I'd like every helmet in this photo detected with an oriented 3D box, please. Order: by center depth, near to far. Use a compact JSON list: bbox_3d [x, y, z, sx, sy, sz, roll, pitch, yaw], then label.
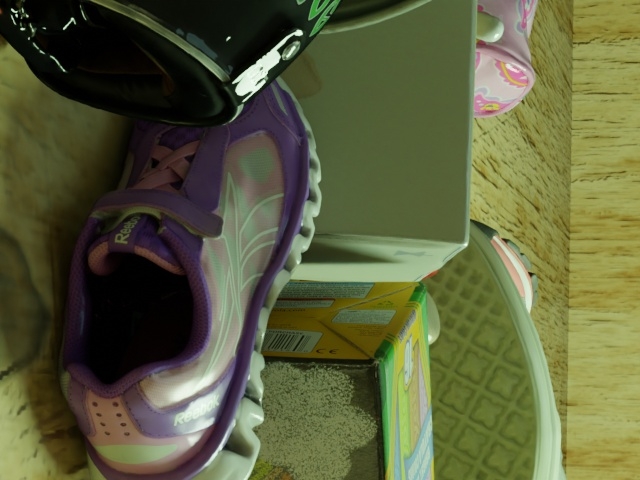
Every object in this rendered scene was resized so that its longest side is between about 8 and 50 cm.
[{"bbox_3d":[-0.061,-0.141,0.747,0.169,0.169,0.162,60,50,-66],"label":"helmet"}]

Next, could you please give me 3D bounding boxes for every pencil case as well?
[{"bbox_3d":[0.134,-0.239,1.687,0.124,0.124,0.284,68,26,-59],"label":"pencil case"}]

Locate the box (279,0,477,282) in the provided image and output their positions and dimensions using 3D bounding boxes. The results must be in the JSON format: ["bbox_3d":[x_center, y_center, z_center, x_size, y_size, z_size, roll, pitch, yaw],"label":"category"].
[{"bbox_3d":[0.013,-0.140,1.042,0.148,0.121,0.311,131,-38,-76],"label":"box"}]

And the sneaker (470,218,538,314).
[{"bbox_3d":[0.120,0.118,1.630,0.136,0.116,0.314,-74,160,-47],"label":"sneaker"}]

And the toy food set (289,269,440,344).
[{"bbox_3d":[0.000,0.000,1.210,0.111,0.104,0.232,13,60,-64],"label":"toy food set"}]

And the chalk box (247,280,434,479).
[{"bbox_3d":[-0.015,0.138,0.990,0.132,0.132,0.213,-52,141,-70],"label":"chalk box"}]

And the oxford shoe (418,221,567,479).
[{"bbox_3d":[0.110,0.194,1.364,0.130,0.169,0.449,-25,100,-69],"label":"oxford shoe"}]

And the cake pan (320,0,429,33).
[{"bbox_3d":[0.021,-0.234,0.875,0.054,0.293,0.293,31,56,-44],"label":"cake pan"}]

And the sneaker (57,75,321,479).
[{"bbox_3d":[-0.064,0.000,0.873,0.104,0.095,0.236,57,35,-54],"label":"sneaker"}]

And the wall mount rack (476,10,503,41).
[{"bbox_3d":[0.107,-0.279,1.434,0.304,0.130,0.350,-44,142,-71],"label":"wall mount rack"}]
